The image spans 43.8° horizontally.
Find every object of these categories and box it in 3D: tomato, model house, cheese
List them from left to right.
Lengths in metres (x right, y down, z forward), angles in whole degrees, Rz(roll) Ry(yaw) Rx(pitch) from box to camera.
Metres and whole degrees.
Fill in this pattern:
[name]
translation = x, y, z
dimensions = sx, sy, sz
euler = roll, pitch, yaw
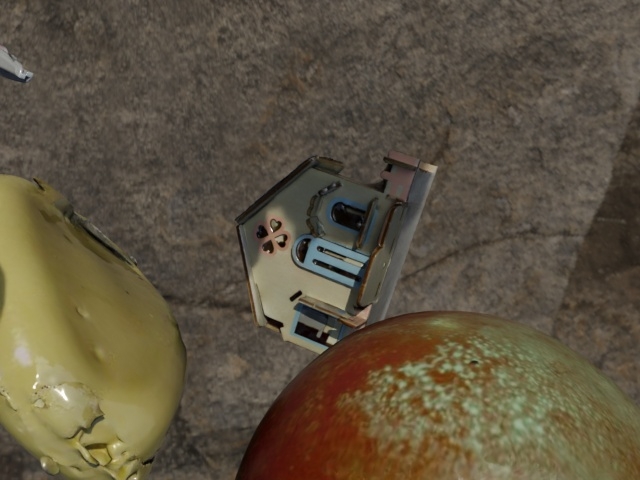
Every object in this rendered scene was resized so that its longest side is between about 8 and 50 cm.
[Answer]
[cheese]
translation = -0.223, 0.090, 0.719
dimensions = 0.128, 0.316, 0.259
euler = -45, 134, 9
[model house]
translation = 0.000, 0.000, 1.181
dimensions = 0.169, 0.244, 0.326
euler = -6, 116, -66
[tomato]
translation = 0.088, 0.169, 0.435
dimensions = 0.222, 0.270, 0.270
euler = -10, 132, 25

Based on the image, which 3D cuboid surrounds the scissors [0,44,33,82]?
[scissors]
translation = -0.562, -0.311, 1.361
dimensions = 0.030, 0.242, 0.118
euler = 15, 101, -53
